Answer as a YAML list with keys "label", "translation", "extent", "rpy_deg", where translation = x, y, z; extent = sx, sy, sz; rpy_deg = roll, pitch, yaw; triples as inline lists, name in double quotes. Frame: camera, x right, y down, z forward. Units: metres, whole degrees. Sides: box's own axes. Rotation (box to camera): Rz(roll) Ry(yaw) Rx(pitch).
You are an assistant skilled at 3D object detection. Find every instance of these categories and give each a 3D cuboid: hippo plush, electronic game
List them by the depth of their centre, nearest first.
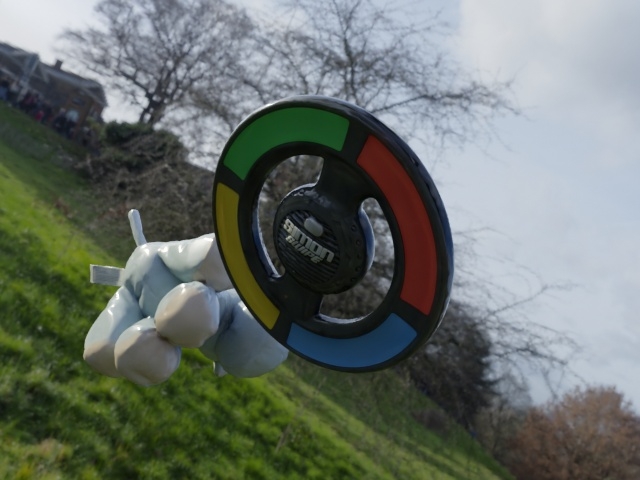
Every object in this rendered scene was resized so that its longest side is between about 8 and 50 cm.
- label: "electronic game"
  translation: [0.000, 0.000, 0.556]
  extent: [0.229, 0.229, 0.048]
  rpy_deg: [18, 28, 33]
- label: "hippo plush"
  translation: [-0.181, 0.127, 0.997]
  extent: [0.294, 0.234, 0.236]
  rpy_deg: [10, -27, 47]
